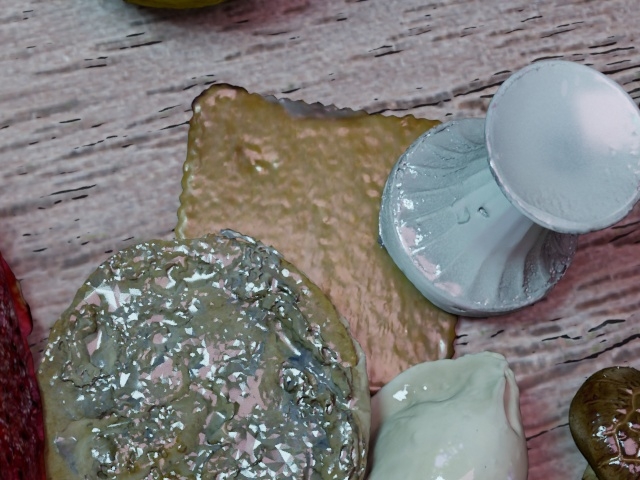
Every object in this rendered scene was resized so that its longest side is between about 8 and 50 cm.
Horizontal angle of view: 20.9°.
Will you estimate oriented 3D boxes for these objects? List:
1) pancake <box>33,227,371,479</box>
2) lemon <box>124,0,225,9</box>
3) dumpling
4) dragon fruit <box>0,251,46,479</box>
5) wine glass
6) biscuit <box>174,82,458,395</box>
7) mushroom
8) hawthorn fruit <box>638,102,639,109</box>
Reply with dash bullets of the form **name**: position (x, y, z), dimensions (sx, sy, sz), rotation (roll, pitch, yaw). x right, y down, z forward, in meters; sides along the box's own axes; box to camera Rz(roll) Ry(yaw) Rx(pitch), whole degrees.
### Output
- **pancake**: position (-0.087, 0.129, 1.268), dimensions (0.282, 0.049, 0.282), rotation (-1, 70, 2)
- **lemon**: position (-0.108, -0.274, 1.337), dimensions (0.231, 0.192, 0.192), rotation (-4, 73, -10)
- **dumpling**: position (0.076, 0.173, 1.278), dimensions (0.155, 0.111, 0.181), rotation (1, 44, 21)
- **dragon fruit**: position (-0.329, 0.088, 1.118), dimensions (0.249, 0.371, 0.386), rotation (-14, 107, 8)
- **wine glass**: position (0.144, -0.041, 1.294), dimensions (0.165, 0.196, 0.165), rotation (4, 71, -13)
- **biscuit**: position (0.000, 0.000, 1.362), dimensions (0.232, 0.013, 0.237), rotation (9, 70, -7)
- **mushroom**: position (0.240, 0.155, 1.313), dimensions (0.109, 0.085, 0.126), rotation (-36, 87, -18)
- **hawthorn fruit**: position (0.342, -0.098, 1.377), dimensions (0.157, 0.157, 0.194), rotation (39, 65, 4)
